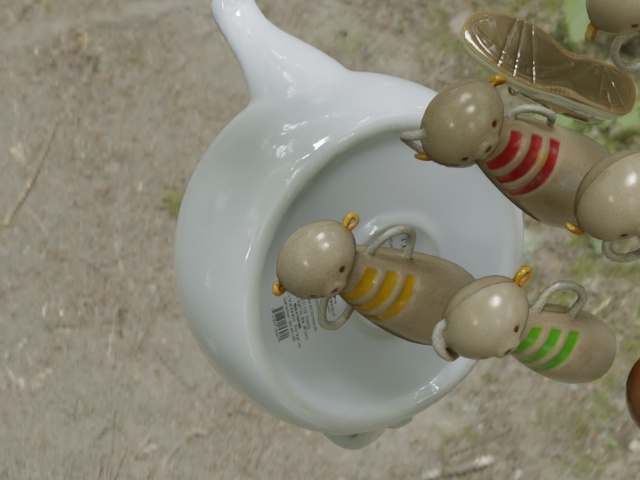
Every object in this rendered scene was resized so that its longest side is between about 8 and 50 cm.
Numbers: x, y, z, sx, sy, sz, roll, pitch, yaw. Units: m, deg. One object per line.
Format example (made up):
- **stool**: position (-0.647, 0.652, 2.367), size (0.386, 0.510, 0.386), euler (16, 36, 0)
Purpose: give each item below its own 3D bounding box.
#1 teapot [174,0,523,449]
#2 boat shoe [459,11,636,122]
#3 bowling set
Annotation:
- **teapot**: position (0.000, 0.000, 0.957), size (0.253, 0.187, 0.256), euler (28, 90, -36)
- **boat shoe**: position (0.152, -0.115, 0.987), size (0.135, 0.045, 0.050), euler (25, 66, -13)
- **bowling set**: position (0.134, 0.001, 0.724), size (0.154, 0.287, 0.200), euler (21, 27, -45)
